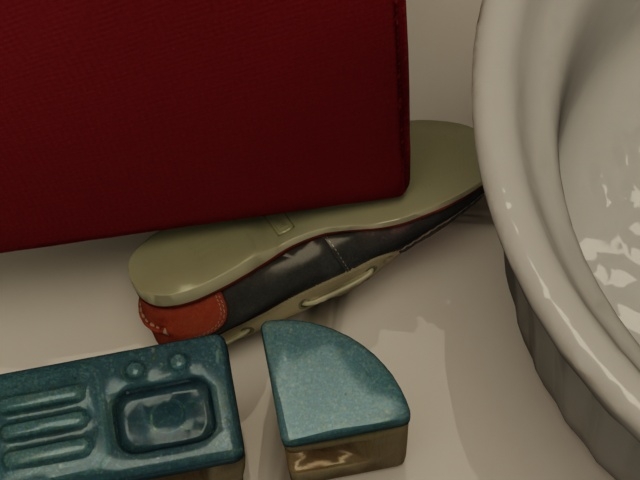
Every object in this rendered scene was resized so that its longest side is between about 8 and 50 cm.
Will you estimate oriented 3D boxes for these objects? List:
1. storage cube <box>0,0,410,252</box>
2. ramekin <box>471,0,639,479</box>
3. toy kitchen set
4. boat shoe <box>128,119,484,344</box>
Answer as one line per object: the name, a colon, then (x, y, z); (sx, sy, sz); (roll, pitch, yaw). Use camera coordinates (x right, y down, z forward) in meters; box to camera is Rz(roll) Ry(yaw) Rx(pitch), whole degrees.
storage cube: (-0.080, -0.127, 0.489); (0.215, 0.193, 0.183); (-9, 54, -1)
ramekin: (0.185, -0.019, 0.484); (0.277, 0.135, 0.277); (-1, 67, 3)
toy kitchen set: (-0.065, 0.114, 0.452); (0.207, 0.122, 0.166); (-11, 69, -2)
boat shoe: (0.000, 0.000, 0.538); (0.137, 0.043, 0.049); (-24, 45, -9)
